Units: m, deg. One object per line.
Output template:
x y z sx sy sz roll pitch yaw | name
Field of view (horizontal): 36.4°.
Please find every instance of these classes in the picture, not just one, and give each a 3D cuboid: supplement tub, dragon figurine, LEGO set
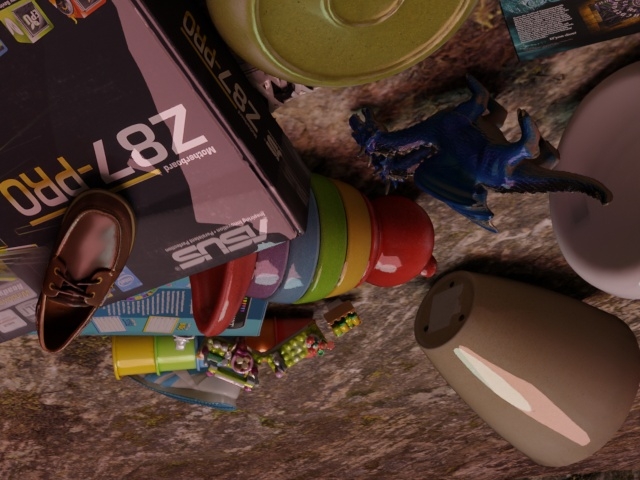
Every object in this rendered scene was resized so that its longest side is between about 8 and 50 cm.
0.425 -0.038 0.986 0.325 0.235 0.235 11 152 -27 | supplement tub
0.149 -0.064 0.944 0.144 0.289 0.085 -50 144 6 | dragon figurine
-0.076 0.158 1.441 0.287 0.132 0.107 1 -171 -7 | LEGO set

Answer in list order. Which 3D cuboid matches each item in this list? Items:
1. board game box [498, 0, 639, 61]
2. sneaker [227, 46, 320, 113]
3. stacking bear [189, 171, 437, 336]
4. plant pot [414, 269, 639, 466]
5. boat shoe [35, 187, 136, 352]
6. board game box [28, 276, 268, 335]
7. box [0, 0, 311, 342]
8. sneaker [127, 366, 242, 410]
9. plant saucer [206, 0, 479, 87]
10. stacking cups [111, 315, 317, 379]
0.250 -0.210 0.828 0.186 0.026 0.126 -12 161 16 | board game box
-0.042 -0.147 0.879 0.237 0.086 0.085 -11 152 14 | sneaker
0.000 0.000 1.127 0.289 0.175 0.164 0 141 -28 | stacking bear
0.279 0.161 1.435 0.274 0.256 0.256 31 142 -24 | plant pot
-0.203 0.031 0.830 0.064 0.060 0.178 20 131 -14 | boat shoe
-0.235 0.049 1.283 0.336 0.079 0.254 1 155 -10 | board game box
-0.253 -0.078 0.840 0.395 0.097 0.318 -19 130 20 | box
-0.232 0.227 1.670 0.229 0.092 0.087 8 163 25 | sneaker
0.032 -0.200 0.751 0.241 0.037 0.241 -12 145 -8 | plant saucer
-0.164 0.156 1.525 0.316 0.096 0.096 -5 155 -4 | stacking cups
